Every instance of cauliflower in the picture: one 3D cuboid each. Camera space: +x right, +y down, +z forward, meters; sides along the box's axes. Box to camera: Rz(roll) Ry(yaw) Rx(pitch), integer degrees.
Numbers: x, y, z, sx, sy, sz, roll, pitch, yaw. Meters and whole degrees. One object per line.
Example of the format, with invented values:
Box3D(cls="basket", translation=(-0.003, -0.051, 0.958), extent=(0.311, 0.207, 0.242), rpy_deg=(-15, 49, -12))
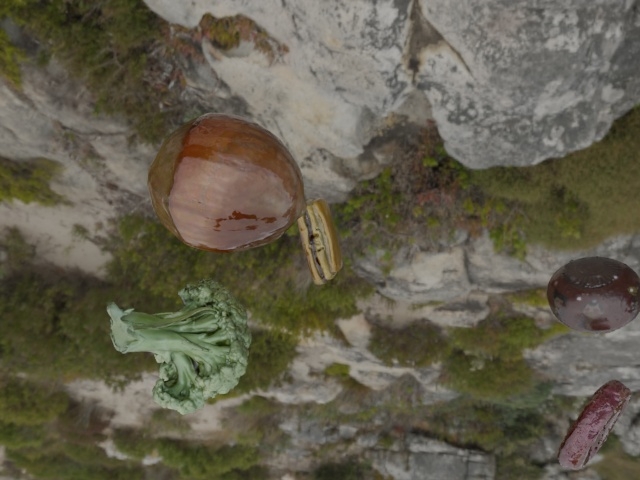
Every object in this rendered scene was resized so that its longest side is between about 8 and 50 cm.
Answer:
Box3D(cls="cauliflower", translation=(-0.284, 0.223, 1.174), extent=(0.281, 0.261, 0.327), rpy_deg=(-12, -177, -29))

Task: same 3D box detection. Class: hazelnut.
Box3D(cls="hazelnut", translation=(-0.119, -0.070, 0.734), extent=(0.214, 0.177, 0.214), rpy_deg=(12, 169, 2))

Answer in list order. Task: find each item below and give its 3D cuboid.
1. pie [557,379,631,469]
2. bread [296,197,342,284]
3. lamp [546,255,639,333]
Box3D(cls="pie", translation=(0.474, 0.322, 0.982), extent=(0.049, 0.182, 0.182), rpy_deg=(35, 171, 35))
Box3D(cls="bread", translation=(0.000, 0.000, 1.334), extent=(0.077, 0.201, 0.116), rpy_deg=(-14, -176, 9))
Box3D(cls="lamp", translation=(0.490, 0.105, 1.007), extent=(0.156, 0.157, 0.135), rpy_deg=(10, 128, 49))
